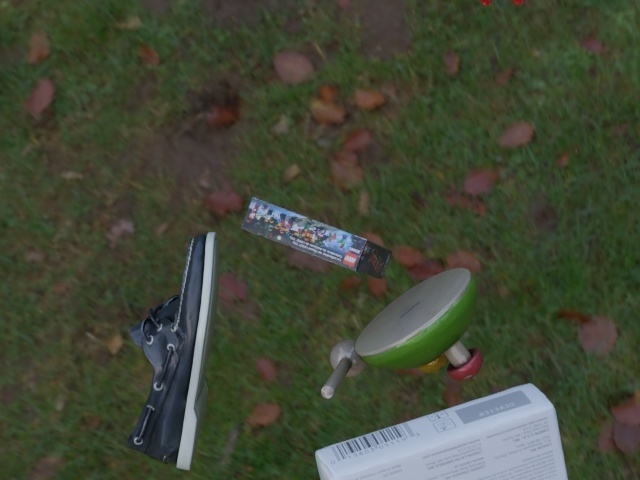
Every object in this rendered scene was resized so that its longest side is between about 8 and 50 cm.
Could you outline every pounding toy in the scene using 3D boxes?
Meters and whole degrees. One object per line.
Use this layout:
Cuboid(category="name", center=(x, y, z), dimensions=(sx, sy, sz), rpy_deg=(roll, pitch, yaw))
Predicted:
Cuboid(category="pounding toy", center=(0.127, 0.147, 1.819), dimensions=(0.237, 0.183, 0.110), rpy_deg=(-34, 101, 12))

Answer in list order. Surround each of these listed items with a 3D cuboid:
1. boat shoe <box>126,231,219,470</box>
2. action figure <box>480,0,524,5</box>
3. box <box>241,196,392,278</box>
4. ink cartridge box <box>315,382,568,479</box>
Cuboid(category="boat shoe", center=(-0.204, 0.146, 1.887), dimensions=(0.113, 0.127, 0.340), rpy_deg=(9, 113, 1))
Cuboid(category="action figure", center=(0.127, -0.172, 0.782), dimensions=(0.038, 0.030, 0.115), rpy_deg=(1, 37, 44))
Cuboid(category="box", center=(0.000, 0.000, 1.856), dimensions=(0.159, 0.233, 0.044), rpy_deg=(21, 90, 12))
Cuboid(category="ink cartridge box", center=(0.108, 0.240, 1.085), dimensions=(0.181, 0.225, 0.056), rpy_deg=(-16, 23, -9))
